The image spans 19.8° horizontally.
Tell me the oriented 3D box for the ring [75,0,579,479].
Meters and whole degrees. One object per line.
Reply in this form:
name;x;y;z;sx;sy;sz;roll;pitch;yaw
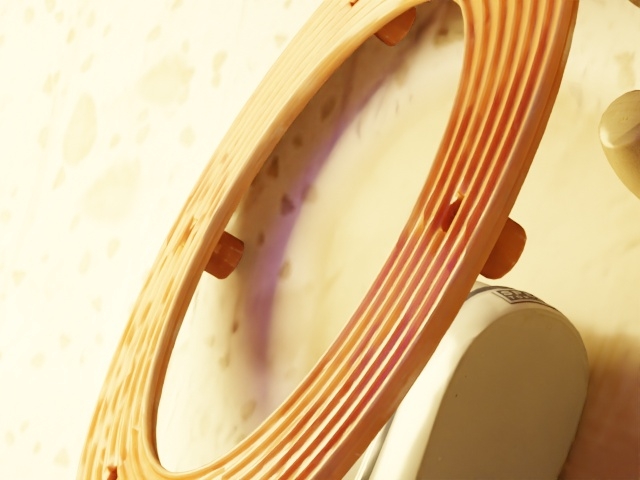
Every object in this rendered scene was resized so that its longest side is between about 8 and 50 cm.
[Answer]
ring;0.000;0.000;0.731;0.336;0.032;0.336;-48;21;26

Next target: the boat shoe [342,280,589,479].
boat shoe;0.006;0.135;0.696;0.088;0.096;0.267;21;89;53

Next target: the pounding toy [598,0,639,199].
pounding toy;0.156;-0.137;0.602;0.269;0.154;0.155;-55;43;14
